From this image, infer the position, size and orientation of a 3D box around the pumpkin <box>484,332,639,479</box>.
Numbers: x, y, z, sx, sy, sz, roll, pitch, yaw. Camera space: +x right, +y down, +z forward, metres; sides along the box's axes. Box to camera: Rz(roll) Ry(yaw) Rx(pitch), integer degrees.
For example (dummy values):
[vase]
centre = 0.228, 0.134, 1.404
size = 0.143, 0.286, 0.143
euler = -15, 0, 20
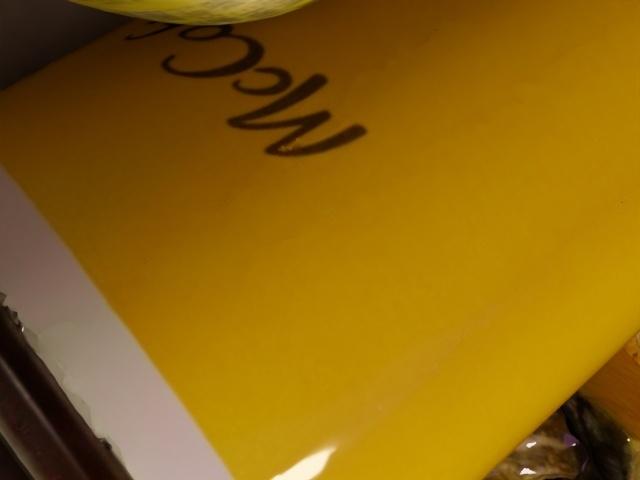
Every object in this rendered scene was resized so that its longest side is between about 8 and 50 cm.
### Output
[pumpkin]
centre = 0.116, 0.096, 0.768
size = 0.248, 0.131, 0.126
euler = 21, 117, -45

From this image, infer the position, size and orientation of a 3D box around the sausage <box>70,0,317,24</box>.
[sausage]
centre = -0.057, -0.111, 0.355
size = 0.123, 0.123, 0.347
euler = -44, 167, 14

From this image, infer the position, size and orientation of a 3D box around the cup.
[cup]
centre = 0.000, 0.000, 0.541
size = 0.279, 0.196, 0.196
euler = -35, 143, -10
